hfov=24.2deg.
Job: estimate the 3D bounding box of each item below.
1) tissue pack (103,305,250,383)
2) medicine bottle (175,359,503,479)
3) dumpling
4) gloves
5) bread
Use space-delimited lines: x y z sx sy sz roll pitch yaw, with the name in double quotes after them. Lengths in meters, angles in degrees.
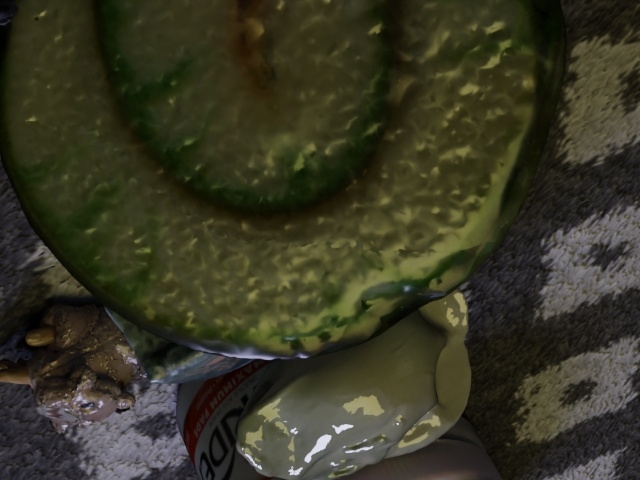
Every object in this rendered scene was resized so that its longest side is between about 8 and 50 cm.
0.000 0.000 1.205 0.315 0.103 0.228 -34 174 6 "tissue pack"
0.017 0.205 1.400 0.252 0.241 0.252 -19 141 -16 "medicine bottle"
0.036 0.125 1.216 0.229 0.124 0.151 -33 118 -13 "dumpling"
-0.194 0.106 1.276 0.144 0.094 0.110 -35 155 -7 "gloves"
-0.035 -0.108 1.001 0.382 0.129 0.366 5 104 -3 "bread"
